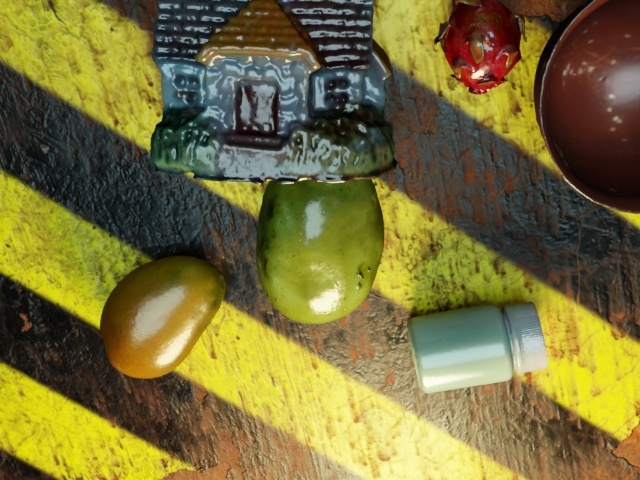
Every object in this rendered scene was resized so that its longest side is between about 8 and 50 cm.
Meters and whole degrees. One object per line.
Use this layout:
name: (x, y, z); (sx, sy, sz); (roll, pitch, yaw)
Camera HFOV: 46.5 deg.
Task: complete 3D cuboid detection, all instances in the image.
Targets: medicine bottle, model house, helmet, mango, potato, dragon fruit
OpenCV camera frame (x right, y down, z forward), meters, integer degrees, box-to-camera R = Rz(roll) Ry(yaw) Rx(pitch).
medicine bottle: (0.274, 0.187, 1.322); (0.226, 0.139, 0.139); (-11, 108, 7)
model house: (-0.058, -0.287, 1.085); (0.361, 0.297, 0.338); (3, 113, 4)
helmet: (0.479, -0.237, 1.123); (0.385, 0.230, 0.337); (-19, 108, 0)
mango: (-0.291, 0.128, 1.333); (0.176, 0.139, 0.254); (30, 99, -21)
potato: (-0.003, -0.001, 1.229); (0.216, 0.215, 0.304); (-2, 120, 3)
dragon fruit: (0.252, -0.316, 1.162); (0.133, 0.136, 0.165); (-15, 86, 32)
